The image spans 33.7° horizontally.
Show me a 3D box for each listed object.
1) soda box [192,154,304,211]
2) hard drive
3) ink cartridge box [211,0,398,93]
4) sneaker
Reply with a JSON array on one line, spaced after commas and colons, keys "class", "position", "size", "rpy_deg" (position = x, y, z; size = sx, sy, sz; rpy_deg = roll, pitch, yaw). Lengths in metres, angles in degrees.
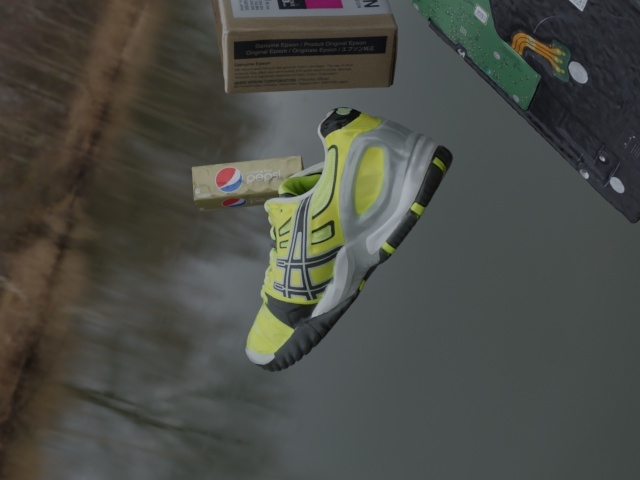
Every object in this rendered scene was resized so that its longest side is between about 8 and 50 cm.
[{"class": "soda box", "position": [-0.115, -0.092, 1.728], "size": [0.058, 0.181, 0.061], "rpy_deg": [81, -177, -71]}, {"class": "hard drive", "position": [0.213, -0.198, 0.943], "size": [0.064, 0.339, 0.237], "rpy_deg": [-36, -20, -19]}, {"class": "ink cartridge box", "position": [-0.028, -0.276, 1.232], "size": [0.088, 0.193, 0.234], "rpy_deg": [94, 168, -45]}, {"class": "sneaker", "position": [0.000, 0.000, 1.216], "size": [0.384, 0.147, 0.145], "rpy_deg": [-55, -1, 35]}]
